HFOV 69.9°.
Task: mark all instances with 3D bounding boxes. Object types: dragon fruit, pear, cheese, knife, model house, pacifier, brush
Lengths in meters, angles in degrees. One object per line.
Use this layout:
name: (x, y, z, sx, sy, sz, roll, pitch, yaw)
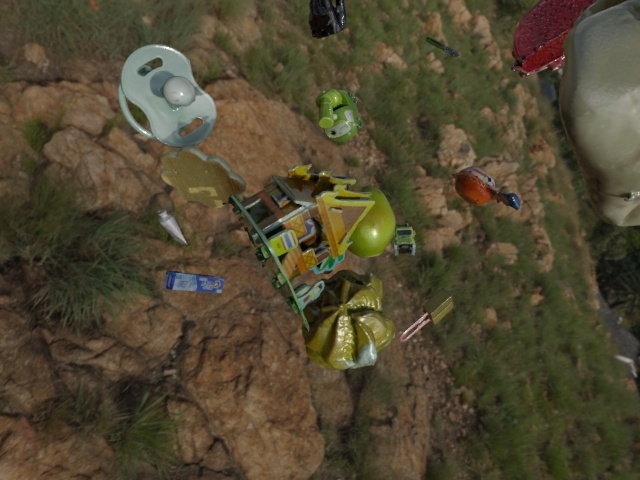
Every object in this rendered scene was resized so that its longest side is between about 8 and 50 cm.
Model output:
dragon fruit: (0.605, -0.543, 1.211, 0.161, 0.274, 0.126, 26, 35, -62)
pear: (0.145, -0.063, 1.470, 0.187, 0.187, 0.219, -17, 108, -50)
cheese: (0.705, -0.217, 1.976, 0.217, 0.129, 0.329, 32, 3, -44)
knife: (0.420, -0.663, 1.574, 0.184, 0.022, 0.026, 53, -1, 39)
model house: (0.000, 0.000, 1.124, 0.242, 0.313, 0.357, 50, -16, 45)
pacifier: (-0.486, -0.459, 1.474, 0.288, 0.269, 0.343, -41, 113, -16)
brush: (0.360, 0.273, 1.578, 0.047, 0.233, 0.103, 42, -13, 37)

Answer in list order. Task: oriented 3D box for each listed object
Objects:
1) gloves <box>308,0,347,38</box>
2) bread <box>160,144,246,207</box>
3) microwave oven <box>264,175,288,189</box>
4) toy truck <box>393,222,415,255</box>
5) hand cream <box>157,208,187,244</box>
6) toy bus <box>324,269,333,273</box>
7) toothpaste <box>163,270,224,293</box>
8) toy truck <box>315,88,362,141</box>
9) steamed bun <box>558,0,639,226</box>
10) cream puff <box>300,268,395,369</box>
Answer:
gloves: (0.010, -0.779, 1.517, 0.106, 0.129, 0.180, -42, 125, -32)
bread: (-0.411, -0.218, 1.611, 0.316, 0.316, 0.054, 31, 55, -24)
microwave oven: (-0.097, -0.069, 1.496, 0.247, 0.188, 0.178, 54, 53, -24)
toy truck: (0.337, -0.008, 1.841, 0.191, 0.085, 0.116, 51, 38, -73)
hand cream: (-0.519, -0.048, 1.600, 0.053, 0.084, 0.142, -47, 134, -27)
toy bus: (0.002, 0.008, 1.964, 0.120, 0.121, 0.265, 10, 79, -28)
toothpaste: (-0.460, 0.156, 1.692, 0.272, 0.053, 0.066, 20, 80, -63)
toy truck: (0.050, -0.480, 1.705, 0.211, 0.148, 0.187, 17, 62, -54)
steamed bun: (0.525, -0.201, 0.681, 0.367, 0.255, 0.342, 52, 50, -35)
cream puff: (0.068, 0.257, 1.553, 0.275, 0.378, 0.378, 39, 37, -44)
